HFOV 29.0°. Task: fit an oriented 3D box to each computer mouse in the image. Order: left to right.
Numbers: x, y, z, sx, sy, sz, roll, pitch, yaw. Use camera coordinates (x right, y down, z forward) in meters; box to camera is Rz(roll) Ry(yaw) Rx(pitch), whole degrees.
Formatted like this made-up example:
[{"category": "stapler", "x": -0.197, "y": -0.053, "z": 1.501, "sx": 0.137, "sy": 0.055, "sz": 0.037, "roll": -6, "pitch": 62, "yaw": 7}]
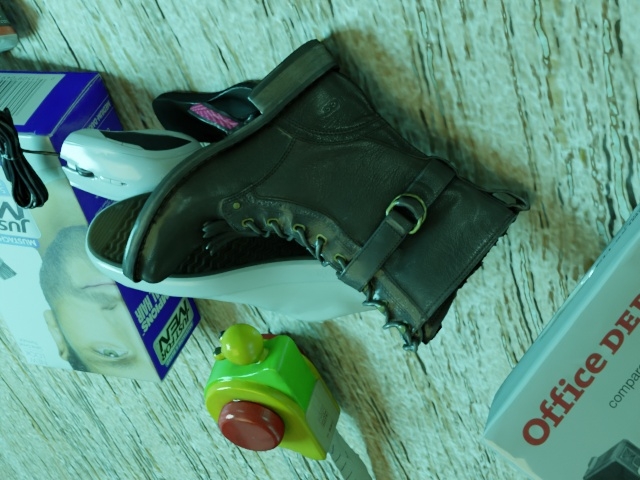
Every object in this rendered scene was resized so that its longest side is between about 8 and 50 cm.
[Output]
[{"category": "computer mouse", "x": -0.194, "y": -0.066, "z": 1.095, "sx": 0.193, "sy": 0.042, "sz": 0.106, "roll": 3, "pitch": 131, "yaw": 4}]

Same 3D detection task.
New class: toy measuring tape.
[{"category": "toy measuring tape", "x": -0.040, "y": 0.197, "z": 1.314, "sx": 0.121, "sy": 0.121, "sz": 0.330, "roll": 14, "pitch": 146, "yaw": 36}]

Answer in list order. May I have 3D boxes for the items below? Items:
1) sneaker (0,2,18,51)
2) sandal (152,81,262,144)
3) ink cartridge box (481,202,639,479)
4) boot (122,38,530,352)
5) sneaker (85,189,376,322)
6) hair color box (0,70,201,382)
[{"category": "sneaker", "x": -0.345, "y": -0.209, "z": 1.221, "sx": 0.158, "sy": 0.061, "sz": 0.065, "roll": -8, "pitch": 96, "yaw": 50}, {"category": "sandal", "x": -0.090, "y": -0.099, "z": 1.078, "sx": 0.179, "sy": 0.040, "sz": 0.067, "roll": 3, "pitch": 131, "yaw": 44}, {"category": "ink cartridge box", "x": 0.271, "y": 0.124, "z": 0.809, "sx": 0.273, "sy": 0.114, "sz": 0.197, "roll": 37, "pitch": 104, "yaw": 8}, {"category": "boot", "x": 0.000, "y": 0.000, "z": 0.950, "sx": 0.229, "sy": 0.263, "sz": 0.091, "roll": 45, "pitch": -169, "yaw": 3}, {"category": "sneaker", "x": -0.057, "y": 0.029, "z": 1.071, "sx": 0.290, "sy": 0.106, "sz": 0.123, "roll": 4, "pitch": 144, "yaw": 11}, {"category": "hair color box", "x": -0.269, "y": -0.010, "z": 1.280, "sx": 0.185, "sy": 0.110, "sz": 0.339, "roll": 5, "pitch": 136, "yaw": 25}]
